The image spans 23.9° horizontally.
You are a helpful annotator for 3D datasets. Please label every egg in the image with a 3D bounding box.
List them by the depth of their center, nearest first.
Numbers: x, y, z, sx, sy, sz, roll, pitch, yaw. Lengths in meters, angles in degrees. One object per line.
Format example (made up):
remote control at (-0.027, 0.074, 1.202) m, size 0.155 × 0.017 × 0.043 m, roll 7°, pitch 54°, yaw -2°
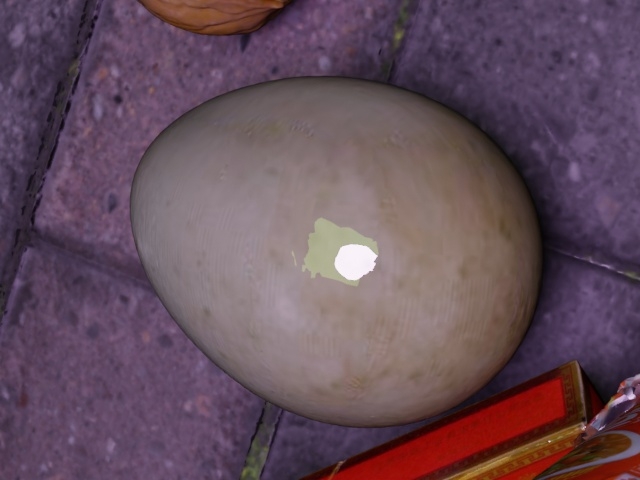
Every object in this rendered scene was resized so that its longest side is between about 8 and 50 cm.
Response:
egg at (0.000, 0.000, 0.972) m, size 0.295 × 0.218 × 0.218 m, roll 20°, pitch 95°, yaw 27°

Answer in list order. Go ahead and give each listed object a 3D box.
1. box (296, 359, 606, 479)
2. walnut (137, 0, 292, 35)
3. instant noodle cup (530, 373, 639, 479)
box at (0.094, 0.190, 0.963) m, size 0.240 × 0.153 × 0.074 m, roll -27°, pitch 33°, yaw 19°
walnut at (-0.082, -0.242, 1.053) m, size 0.167 × 0.167 × 0.207 m, roll -38°, pitch 76°, yaw 17°
instant noodle cup at (0.160, 0.166, 0.739) m, size 0.193 × 0.212 × 0.193 m, roll 3°, pitch 95°, yaw 36°
